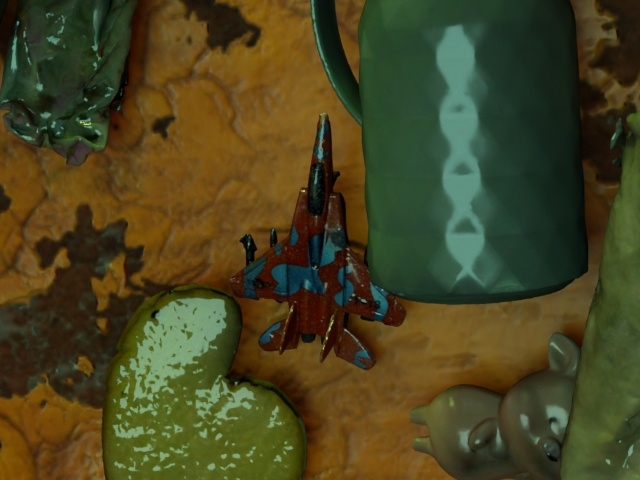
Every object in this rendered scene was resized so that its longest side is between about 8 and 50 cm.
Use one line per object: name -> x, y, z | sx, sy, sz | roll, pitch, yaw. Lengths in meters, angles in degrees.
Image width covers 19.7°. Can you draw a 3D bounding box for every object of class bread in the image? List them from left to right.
bread -> -0.079, 0.120, 1.333 | 0.149, 0.065, 0.188 | 7, 102, 6

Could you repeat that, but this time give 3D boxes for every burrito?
burrito -> -0.159, -0.207, 1.284 | 0.096, 0.066, 0.309 | 14, 102, 17
burrito -> 0.222, 0.067, 1.167 | 0.107, 0.175, 0.348 | 12, 112, 24

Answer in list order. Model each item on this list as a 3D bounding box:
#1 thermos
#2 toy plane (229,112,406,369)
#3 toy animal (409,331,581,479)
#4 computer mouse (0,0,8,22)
thermos -> 0.082, -0.110, 1.191 | 0.182, 0.145, 0.287 | 0, 100, 32
toy plane -> 0.001, -0.001, 1.275 | 0.130, 0.061, 0.189 | 11, 109, 16
toy animal -> 0.132, 0.124, 1.257 | 0.150, 0.083, 0.089 | -10, 54, 16
computer mouse -> -0.340, -0.269, 1.305 | 0.203, 0.114, 0.374 | -36, 81, 24
